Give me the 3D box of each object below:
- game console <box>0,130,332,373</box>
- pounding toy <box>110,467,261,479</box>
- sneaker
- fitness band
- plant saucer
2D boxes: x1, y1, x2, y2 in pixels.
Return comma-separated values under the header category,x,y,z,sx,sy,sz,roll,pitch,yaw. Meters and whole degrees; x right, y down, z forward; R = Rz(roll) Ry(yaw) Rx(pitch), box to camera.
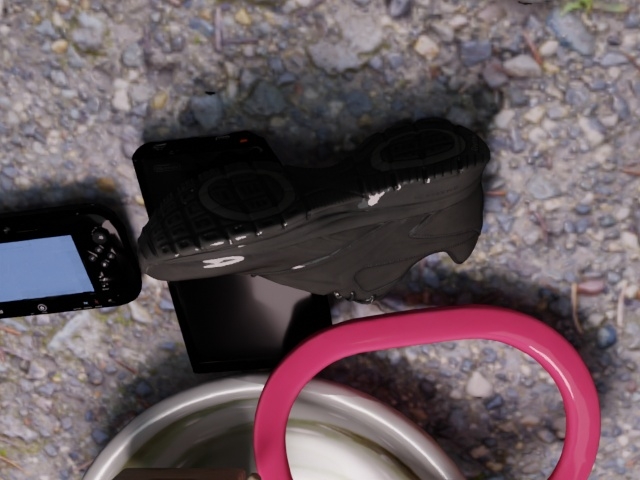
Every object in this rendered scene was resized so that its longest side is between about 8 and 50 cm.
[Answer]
category,x,y,z,sx,sy,sz,roll,pitch,yaw
game console,-0.177,0.025,1.279,0.361,0.044,0.213,-6,116,16
pounding toy,-0.109,0.246,1.230,0.141,0.100,0.130,-1,95,8
sneaker,0.000,0.000,1.162,0.286,0.109,0.130,-11,125,-3
fitness band,0.089,0.161,1.226,0.291,0.054,0.209,-7,86,-2
plant saucer,-0.035,0.309,1.327,0.400,0.100,0.400,1,95,7
